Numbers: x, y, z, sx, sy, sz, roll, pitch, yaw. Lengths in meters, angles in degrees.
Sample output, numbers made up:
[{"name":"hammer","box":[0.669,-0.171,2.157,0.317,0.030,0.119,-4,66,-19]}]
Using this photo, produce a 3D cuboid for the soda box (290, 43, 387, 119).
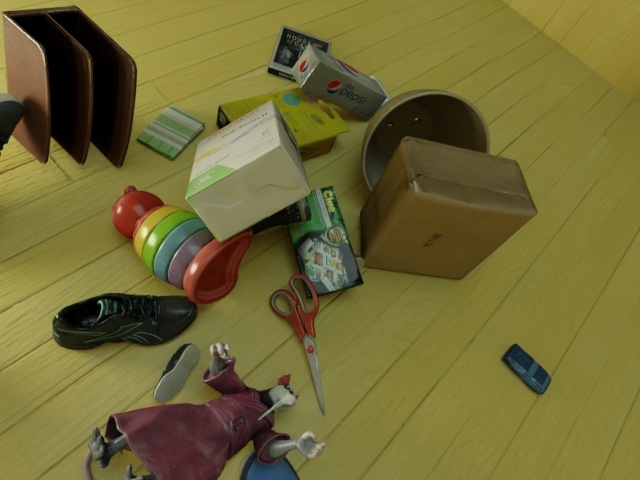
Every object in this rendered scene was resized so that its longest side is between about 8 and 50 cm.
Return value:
[{"name":"soda box","box":[0.060,-0.457,1.353,0.287,0.098,0.091,10,45,-41]}]

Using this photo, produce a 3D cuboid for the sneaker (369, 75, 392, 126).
[{"name":"sneaker","box":[0.211,-0.431,1.481,0.094,0.080,0.212,-8,69,-36]}]

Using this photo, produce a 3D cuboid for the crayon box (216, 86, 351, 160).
[{"name":"crayon box","box":[-0.099,-0.314,1.289,0.319,0.081,0.202,-22,69,-28]}]

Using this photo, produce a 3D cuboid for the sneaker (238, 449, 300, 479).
[{"name":"sneaker","box":[-0.044,0.478,0.717,0.130,0.236,0.322,-2,61,-20]}]

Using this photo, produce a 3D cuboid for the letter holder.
[{"name":"letter holder","box":[-0.528,-0.293,0.985,0.214,0.301,0.152,43,44,9]}]

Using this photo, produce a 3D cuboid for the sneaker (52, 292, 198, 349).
[{"name":"sneaker","box":[-0.371,0.151,0.895,0.268,0.106,0.101,-8,61,-24]}]

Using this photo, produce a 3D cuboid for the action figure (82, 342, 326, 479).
[{"name":"action figure","box":[-0.175,0.345,0.807,0.371,0.275,0.248,-8,52,-48]}]

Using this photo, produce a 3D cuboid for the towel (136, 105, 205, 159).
[{"name":"towel","box":[-0.390,-0.283,1.213,0.113,0.023,0.151,28,57,2]}]

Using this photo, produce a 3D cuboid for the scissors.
[{"name":"scissors","box":[-0.017,0.212,0.993,0.109,0.021,0.296,-30,68,6]}]

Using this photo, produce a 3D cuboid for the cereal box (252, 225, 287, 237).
[{"name":"cereal box","box":[-0.168,-0.094,1.148,0.241,0.047,0.172,-17,68,-27]}]

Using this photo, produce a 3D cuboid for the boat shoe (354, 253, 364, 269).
[{"name":"boat shoe","box":[0.041,0.074,1.117,0.137,0.049,0.043,-30,35,-17]}]

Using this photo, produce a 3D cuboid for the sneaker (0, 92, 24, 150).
[{"name":"sneaker","box":[-0.689,-0.127,0.913,0.148,0.131,0.350,38,84,0]}]

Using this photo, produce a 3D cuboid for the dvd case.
[{"name":"dvd case","box":[-0.064,-0.602,1.513,0.180,0.029,0.238,15,56,-9]}]

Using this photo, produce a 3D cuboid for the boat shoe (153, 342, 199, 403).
[{"name":"boat shoe","box":[-0.285,0.255,0.899,0.046,0.038,0.125,52,52,-36]}]

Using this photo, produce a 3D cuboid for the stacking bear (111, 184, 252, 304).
[{"name":"stacking bear","box":[-0.319,-0.007,0.982,0.289,0.175,0.164,33,27,17]}]

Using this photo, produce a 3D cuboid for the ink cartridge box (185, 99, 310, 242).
[{"name":"ink cartridge box","box":[-0.154,-0.172,0.977,0.207,0.119,0.353,-28,32,8]}]

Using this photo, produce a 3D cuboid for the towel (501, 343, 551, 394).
[{"name":"towel","box":[0.508,0.313,1.132,0.119,0.029,0.067,45,56,12]}]

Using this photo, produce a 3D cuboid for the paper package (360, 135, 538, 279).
[{"name":"paper package","box":[0.280,-0.061,1.109,0.310,0.324,0.168,9,57,-12]}]

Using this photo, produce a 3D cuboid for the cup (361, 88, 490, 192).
[{"name":"cup","box":[0.257,-0.272,1.270,0.332,0.330,0.236,9,31,-13]}]

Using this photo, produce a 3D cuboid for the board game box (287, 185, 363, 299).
[{"name":"board game box","box":[0.000,0.000,1.094,0.136,0.030,0.259,-14,70,-5]}]

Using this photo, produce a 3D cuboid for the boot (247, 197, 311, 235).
[{"name":"boot","box":[-0.138,-0.112,1.077,0.179,0.085,0.236,-21,54,-6]}]
